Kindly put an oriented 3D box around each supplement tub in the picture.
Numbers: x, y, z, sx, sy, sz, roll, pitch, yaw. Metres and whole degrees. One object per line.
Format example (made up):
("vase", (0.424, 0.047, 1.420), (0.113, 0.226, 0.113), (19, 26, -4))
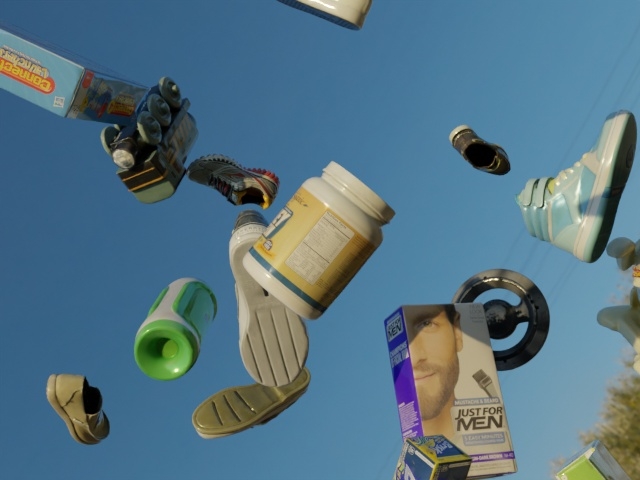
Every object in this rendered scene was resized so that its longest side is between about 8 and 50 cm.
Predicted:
("supplement tub", (0.000, 0.000, 1.103), (0.199, 0.144, 0.144), (-51, -33, 1))

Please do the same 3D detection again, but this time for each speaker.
("speaker", (-0.283, 0.168, 1.525), (0.131, 0.131, 0.296), (-63, 6, 14))

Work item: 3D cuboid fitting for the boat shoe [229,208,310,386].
("boat shoe", (-0.083, 0.098, 1.289), (0.121, 0.119, 0.335), (-4, -57, 0))

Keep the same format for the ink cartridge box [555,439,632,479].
("ink cartridge box", (0.517, 0.473, 1.366), (0.097, 0.188, 0.255), (-42, -21, 14))

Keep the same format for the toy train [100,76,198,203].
("toy train", (-0.373, -0.233, 1.728), (0.142, 0.334, 0.190), (-18, -58, 20))

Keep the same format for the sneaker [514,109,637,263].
("sneaker", (0.520, -0.130, 1.590), (0.127, 0.208, 0.318), (0, -73, -51))

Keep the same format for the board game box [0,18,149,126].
("board game box", (-0.499, -0.307, 1.335), (0.302, 0.308, 0.086), (-39, -26, -81))

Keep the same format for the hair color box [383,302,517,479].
("hair color box", (0.250, 0.297, 1.495), (0.185, 0.338, 0.110), (0, -25, -18))

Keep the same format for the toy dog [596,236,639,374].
("toy dog", (0.850, 0.073, 1.708), (0.284, 0.396, 0.407), (-85, -5, -61))

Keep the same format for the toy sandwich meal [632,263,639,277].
("toy sandwich meal", (0.647, 0.066, 1.476), (0.086, 0.086, 0.029), (-5, -71, -49))

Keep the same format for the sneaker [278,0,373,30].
("sneaker", (-0.029, -0.500, 1.428), (0.123, 0.290, 0.106), (-66, -10, 6))

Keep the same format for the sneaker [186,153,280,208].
("sneaker", (-0.210, -0.138, 1.814), (0.088, 0.225, 0.092), (112, 169, -49))

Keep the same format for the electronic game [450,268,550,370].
("electronic game", (0.395, 0.176, 1.699), (0.229, 0.229, 0.048), (-58, -31, 6))

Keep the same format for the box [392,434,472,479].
("box", (0.108, 0.302, 0.837), (0.059, 0.054, 0.168), (5, -75, -35))

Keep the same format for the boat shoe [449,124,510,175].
("boat shoe", (0.409, -0.209, 1.905), (0.228, 0.068, 0.081), (24, -59, -40))

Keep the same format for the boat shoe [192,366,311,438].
("boat shoe", (-0.158, 0.395, 1.794), (0.302, 0.113, 0.103), (-19, -37, -26))

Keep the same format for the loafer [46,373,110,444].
("loafer", (-0.567, 0.411, 1.843), (0.092, 0.101, 0.268), (-10, -41, 7))
